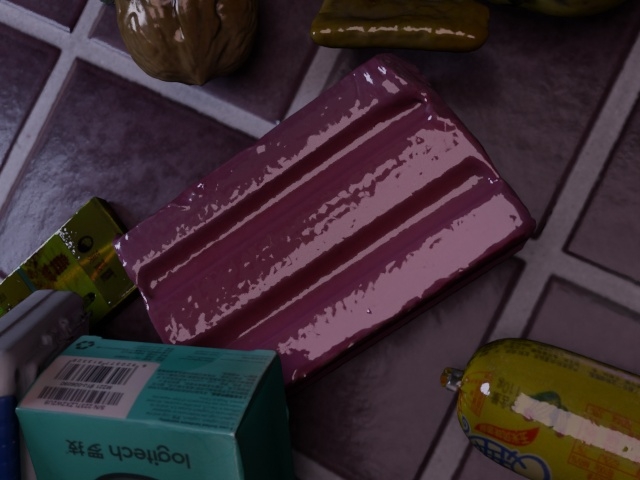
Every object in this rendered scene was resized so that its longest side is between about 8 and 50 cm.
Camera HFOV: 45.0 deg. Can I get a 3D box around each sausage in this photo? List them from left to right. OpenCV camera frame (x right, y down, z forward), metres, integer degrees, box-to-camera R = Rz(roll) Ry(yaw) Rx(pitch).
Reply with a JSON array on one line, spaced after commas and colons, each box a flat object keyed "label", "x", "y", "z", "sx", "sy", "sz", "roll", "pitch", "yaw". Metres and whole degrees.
[{"label": "sausage", "x": 0.271, "y": 0.180, "z": 0.680, "sx": 0.347, "sy": 0.123, "sz": 0.123, "roll": 18, "pitch": 87, "yaw": 16}]

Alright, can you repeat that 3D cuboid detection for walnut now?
[{"label": "walnut", "x": -0.145, "y": -0.254, "z": 0.846, "sx": 0.155, "sy": 0.155, "sz": 0.184, "roll": -14, "pitch": 74, "yaw": 12}]

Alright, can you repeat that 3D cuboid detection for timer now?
[{"label": "timer", "x": -0.277, "y": 0.157, "z": 0.749, "sx": 0.078, "sy": 0.253, "sz": 0.178, "roll": 2, "pitch": 101, "yaw": -2}]

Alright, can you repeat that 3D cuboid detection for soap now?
[{"label": "soap", "x": 0.000, "y": 0.000, "z": 0.777, "sx": 0.359, "sy": 0.128, "sz": 0.233, "roll": -34, "pitch": 76, "yaw": 8}]

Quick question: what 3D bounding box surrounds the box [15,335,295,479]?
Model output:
[{"label": "box", "x": -0.130, "y": 0.250, "z": 0.705, "sx": 0.205, "sy": 0.118, "sz": 0.311, "roll": 4, "pitch": 117, "yaw": 17}]

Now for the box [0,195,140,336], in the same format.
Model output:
[{"label": "box", "x": -0.293, "y": 0.057, "z": 0.897, "sx": 0.193, "sy": 0.030, "sz": 0.121, "roll": -42, "pitch": 75, "yaw": 7}]

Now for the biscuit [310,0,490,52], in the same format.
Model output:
[{"label": "biscuit", "x": 0.087, "y": -0.248, "z": 0.793, "sx": 0.174, "sy": 0.039, "sz": 0.183, "roll": 2, "pitch": 44, "yaw": 13}]

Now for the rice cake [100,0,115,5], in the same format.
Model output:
[{"label": "rice cake", "x": -0.256, "y": -0.393, "z": 0.946, "sx": 0.034, "sy": 0.043, "sz": 0.211, "roll": -2, "pitch": 81, "yaw": 19}]

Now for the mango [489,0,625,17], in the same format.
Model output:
[{"label": "mango", "x": 0.210, "y": -0.388, "z": 0.749, "sx": 0.253, "sy": 0.182, "sz": 0.365, "roll": -20, "pitch": 78, "yaw": 12}]
